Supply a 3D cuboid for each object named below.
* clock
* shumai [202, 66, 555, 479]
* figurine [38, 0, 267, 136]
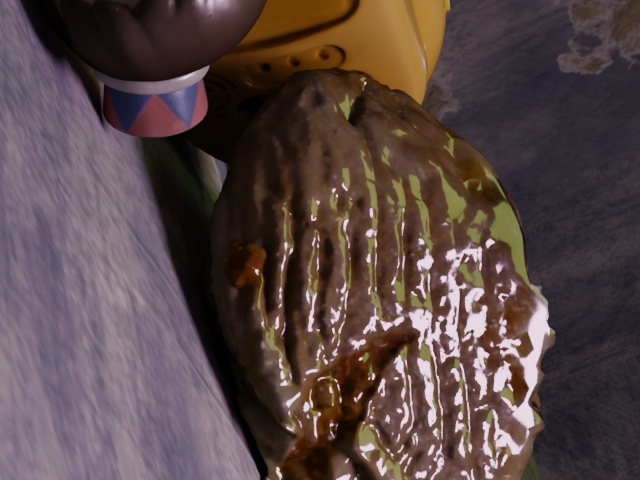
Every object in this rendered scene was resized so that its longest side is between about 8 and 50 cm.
[{"bbox_3d":[-0.036,-0.183,1.292,0.317,0.244,0.200,66,21,-46],"label":"clock"},{"bbox_3d":[0.003,0.060,1.265,0.283,0.217,0.346,-11,-87,68],"label":"shumai"},{"bbox_3d":[-0.117,-0.181,1.042,0.158,0.161,0.275,-58,135,-30],"label":"figurine"}]
